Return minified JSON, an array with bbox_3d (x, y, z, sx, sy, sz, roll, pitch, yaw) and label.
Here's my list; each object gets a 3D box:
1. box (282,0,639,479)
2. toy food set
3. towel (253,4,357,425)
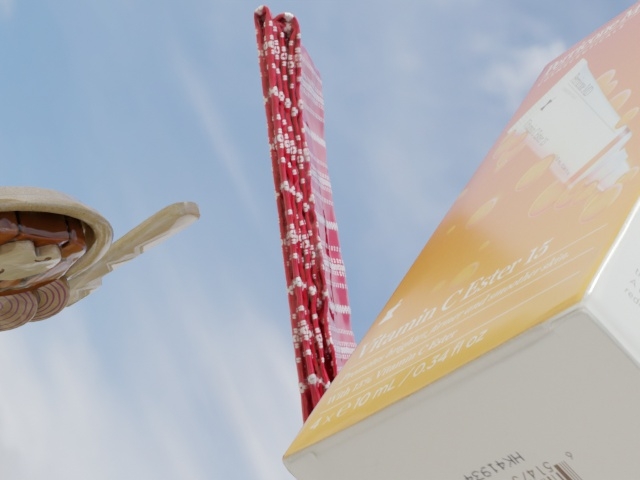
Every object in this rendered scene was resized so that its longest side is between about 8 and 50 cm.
[{"bbox_3d":[0.171,0.018,0.972,0.168,0.345,0.215,46,-43,-10],"label":"box"},{"bbox_3d":[-0.147,0.017,0.828,0.132,0.192,0.039,-31,-114,41],"label":"toy food set"},{"bbox_3d":[0.000,0.000,1.298,0.199,0.031,0.275,48,34,-80],"label":"towel"}]
